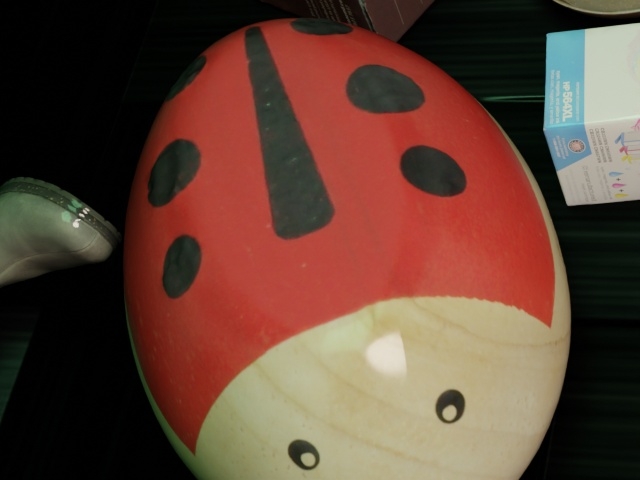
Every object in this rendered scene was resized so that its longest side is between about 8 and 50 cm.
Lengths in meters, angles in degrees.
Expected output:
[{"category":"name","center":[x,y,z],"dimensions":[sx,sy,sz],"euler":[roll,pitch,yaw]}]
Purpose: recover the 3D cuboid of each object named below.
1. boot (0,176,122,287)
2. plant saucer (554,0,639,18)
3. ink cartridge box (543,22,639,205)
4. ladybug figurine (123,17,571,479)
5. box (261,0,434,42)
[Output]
[{"category":"boot","center":[-0.258,0.043,1.427],"dimensions":[0.247,0.083,0.161],"euler":[-1,53,45]},{"category":"plant saucer","center":[0.240,-0.229,1.507],"dimensions":[0.168,0.029,0.168],"euler":[-9,51,12]},{"category":"ink cartridge box","center":[0.235,-0.091,1.358],"dimensions":[0.143,0.092,0.090],"euler":[-5,52,17]},{"category":"ladybug figurine","center":[0.000,0.000,1.326],"dimensions":[0.305,0.162,0.449],"euler":[-23,49,2]},{"category":"box","center":[0.031,-0.292,1.539],"dimensions":[0.167,0.168,0.203],"euler":[28,68,36]}]
